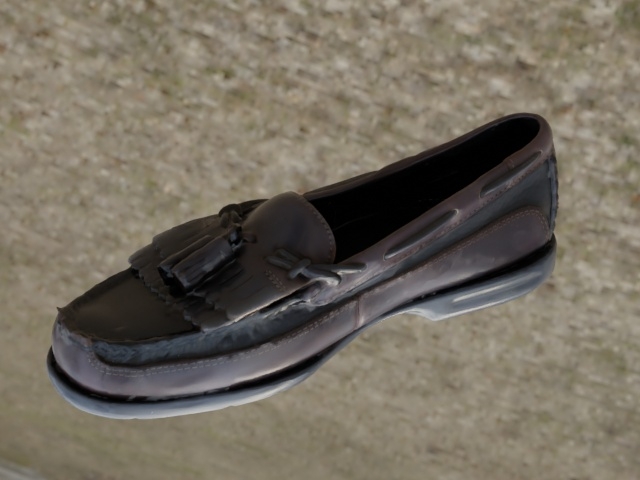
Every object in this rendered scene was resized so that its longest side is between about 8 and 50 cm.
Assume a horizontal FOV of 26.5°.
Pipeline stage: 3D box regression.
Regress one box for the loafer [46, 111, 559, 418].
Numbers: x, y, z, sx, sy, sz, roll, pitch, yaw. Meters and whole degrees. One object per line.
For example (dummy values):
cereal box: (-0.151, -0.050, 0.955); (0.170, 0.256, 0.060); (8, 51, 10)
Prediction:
loafer: (0.000, 0.000, 0.697); (0.303, 0.095, 0.109); (-16, -143, -31)
